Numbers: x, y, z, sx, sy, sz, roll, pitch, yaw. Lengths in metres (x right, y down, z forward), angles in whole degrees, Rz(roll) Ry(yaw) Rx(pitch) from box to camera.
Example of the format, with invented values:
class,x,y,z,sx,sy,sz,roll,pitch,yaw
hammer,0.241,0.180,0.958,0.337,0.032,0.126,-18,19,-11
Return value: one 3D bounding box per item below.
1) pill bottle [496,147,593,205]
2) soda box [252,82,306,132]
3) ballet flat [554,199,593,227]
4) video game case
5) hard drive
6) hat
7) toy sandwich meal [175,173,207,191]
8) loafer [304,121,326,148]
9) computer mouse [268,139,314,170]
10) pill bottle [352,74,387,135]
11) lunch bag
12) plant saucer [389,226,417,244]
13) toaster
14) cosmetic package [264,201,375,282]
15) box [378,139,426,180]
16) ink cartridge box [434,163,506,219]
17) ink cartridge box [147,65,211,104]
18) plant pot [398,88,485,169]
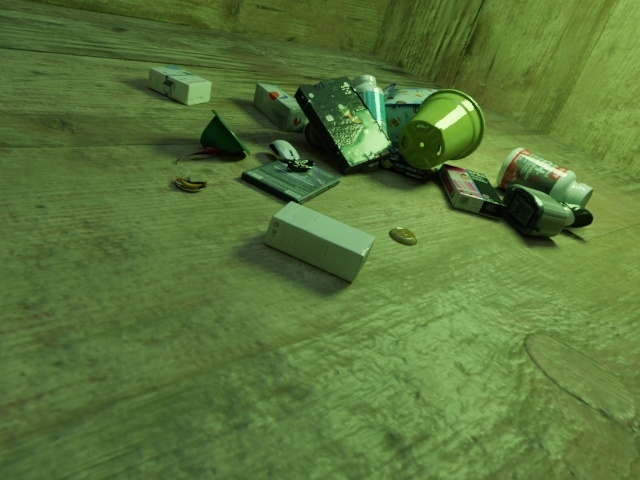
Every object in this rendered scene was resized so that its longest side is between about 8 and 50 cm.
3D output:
class,x,y,z,sx,sy,sz,roll,pitch,yaw
pill bottle,0.864,-0.217,1.935,0.318,0.176,0.176,36,34,30
soda box,-0.163,-0.531,1.993,0.091,0.098,0.286,-6,37,-35
ballet flat,0.832,-0.102,1.822,0.280,0.095,0.096,24,38,32
video game case,-0.082,-0.189,1.520,0.196,0.026,0.274,28,29,17
hard drive,0.086,-0.412,1.764,0.237,0.064,0.339,-26,79,-35
hat,-0.346,-0.283,1.539,0.173,0.183,0.208,49,0,34
toy sandwich meal,-0.338,-0.156,1.315,0.086,0.029,0.085,14,29,-8
loafer,0.020,-0.426,1.919,0.130,0.133,0.366,-11,18,28
computer mouse,-0.104,-0.280,1.597,0.106,0.042,0.193,-9,38,-37
pill bottle,0.178,-0.497,1.937,0.146,0.264,0.146,-2,-11,0
lunch bag,0.337,-0.542,2.164,0.386,0.238,0.328,6,27,13
plant saucer,0.234,-0.015,1.405,0.083,0.015,0.083,13,29,-8
toaster,0.730,-0.094,1.701,0.146,0.129,0.227,7,29,-23
cosmetic package,0.000,0.000,1.181,0.231,0.085,0.117,25,30,10
box,0.319,-0.313,1.928,0.175,0.051,0.220,19,29,1
ink cartridge box,0.544,-0.203,1.858,0.176,0.069,0.371,14,27,-7
ink cartridge box,-0.535,-0.593,1.911,0.191,0.082,0.139,26,30,17
plant pot,0.419,-0.385,1.824,0.276,0.276,0.254,31,42,22
